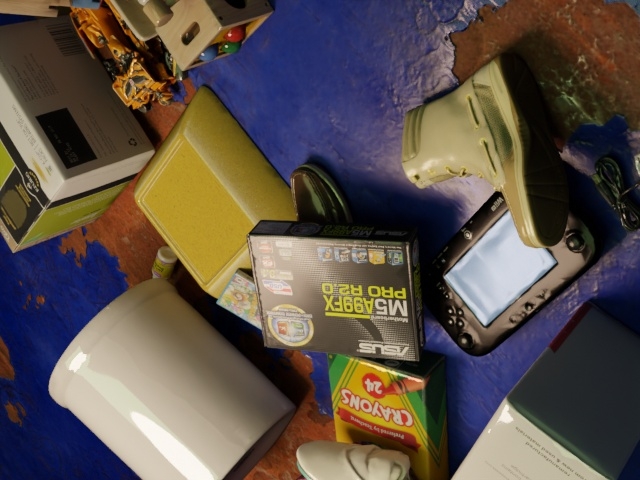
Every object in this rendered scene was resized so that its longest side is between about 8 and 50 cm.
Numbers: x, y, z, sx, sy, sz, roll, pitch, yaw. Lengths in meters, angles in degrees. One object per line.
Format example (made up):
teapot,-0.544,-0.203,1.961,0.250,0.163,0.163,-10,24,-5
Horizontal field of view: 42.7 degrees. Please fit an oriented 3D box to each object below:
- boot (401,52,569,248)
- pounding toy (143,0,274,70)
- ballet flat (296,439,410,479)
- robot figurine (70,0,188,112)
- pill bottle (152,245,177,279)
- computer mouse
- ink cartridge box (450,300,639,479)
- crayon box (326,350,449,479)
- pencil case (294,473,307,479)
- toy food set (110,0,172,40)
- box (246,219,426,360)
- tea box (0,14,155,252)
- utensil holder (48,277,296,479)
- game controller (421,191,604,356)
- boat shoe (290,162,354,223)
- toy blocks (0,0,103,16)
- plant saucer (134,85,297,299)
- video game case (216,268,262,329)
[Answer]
boot,0.214,-0.095,1.113,0.203,0.095,0.261,-24,75,46
pounding toy,-0.172,-0.341,1.254,0.181,0.206,0.094,-32,91,45
ballet flat,0.148,0.438,1.385,0.400,0.139,0.139,36,132,12
robot figurine,-0.358,-0.369,1.480,0.211,0.085,0.291,-27,95,46
pill bottle,-0.329,0.053,1.721,0.043,0.043,0.083,41,133,15
computer mouse,0.430,-0.092,1.009,0.106,0.042,0.193,58,141,5
ink cartridge box,0.308,0.317,1.172,0.160,0.279,0.384,36,133,18
crayon box,0.126,0.334,1.472,0.202,0.081,0.318,12,121,35
pencil case,-0.057,0.533,1.646,0.095,0.209,0.098,43,150,18
toy food set,-0.268,-0.480,1.238,0.219,0.092,0.306,54,136,2
box,0.028,0.079,1.316,0.270,0.060,0.216,3,117,20
tea box,-0.554,-0.208,1.626,0.323,0.220,0.329,-35,85,45
utensil holder,-0.288,0.321,1.647,0.385,0.327,0.327,40,133,12
game controller,0.266,0.039,1.200,0.166,0.067,0.319,46,134,10
boat shoe,0.006,-0.001,1.373,0.095,0.095,0.257,-15,103,44
toy blocks,-0.375,-0.465,1.132,0.191,0.261,0.381,41,124,33
plant saucer,-0.212,-0.060,1.535,0.333,0.081,0.333,51,136,5
video game case,-0.107,0.130,1.552,0.166,0.015,0.119,31,139,-4
